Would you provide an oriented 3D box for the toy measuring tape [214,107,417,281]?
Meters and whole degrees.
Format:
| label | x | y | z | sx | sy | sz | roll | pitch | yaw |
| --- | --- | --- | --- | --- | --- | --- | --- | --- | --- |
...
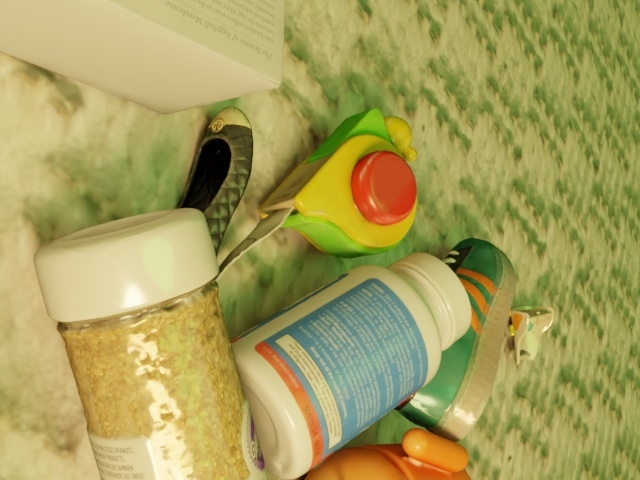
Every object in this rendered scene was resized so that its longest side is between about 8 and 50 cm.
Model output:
| label | x | y | z | sx | sy | sz | roll | pitch | yaw |
| --- | --- | --- | --- | --- | --- | --- | --- | --- | --- |
| toy measuring tape | 0.000 | 0.000 | 0.788 | 0.330 | 0.121 | 0.121 | -50 | 123 | -33 |

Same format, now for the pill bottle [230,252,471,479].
| label | x | y | z | sx | sy | sz | roll | pitch | yaw |
| --- | --- | --- | --- | --- | --- | --- | --- | --- | --- |
| pill bottle | 0.026 | 0.096 | 0.749 | 0.222 | 0.124 | 0.124 | -28 | 109 | -31 |

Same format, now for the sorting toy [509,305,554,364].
| label | x | y | z | sx | sy | sz | roll | pitch | yaw |
| --- | --- | --- | --- | --- | --- | --- | --- | --- | --- |
| sorting toy | 0.278 | 0.129 | 1.173 | 0.083 | 0.045 | 0.075 | -3 | 95 | -52 |

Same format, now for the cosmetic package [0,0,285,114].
| label | x | y | z | sx | sy | sz | roll | pitch | yaw |
| --- | --- | --- | --- | --- | --- | --- | --- | --- | --- |
| cosmetic package | -0.141 | -0.233 | 0.611 | 0.224 | 0.138 | 0.224 | 17 | 71 | -50 |

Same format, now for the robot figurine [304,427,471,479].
| label | x | y | z | sx | sy | sz | roll | pitch | yaw |
| --- | --- | --- | --- | --- | --- | --- | --- | --- | --- |
| robot figurine | 0.065 | 0.254 | 0.817 | 0.219 | 0.158 | 0.128 | 13 | 60 | -50 |

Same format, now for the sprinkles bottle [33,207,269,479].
| label | x | y | z | sx | sy | sz | roll | pitch | yaw |
| --- | --- | --- | --- | --- | --- | --- | --- | --- | --- |
| sprinkles bottle | -0.100 | 0.159 | 0.628 | 0.121 | 0.121 | 0.355 | -25 | 106 | -50 |

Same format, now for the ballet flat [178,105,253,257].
| label | x | y | z | sx | sy | sz | roll | pitch | yaw |
| --- | --- | --- | --- | --- | --- | --- | --- | --- | --- |
| ballet flat | -0.095 | -0.040 | 0.710 | 0.049 | 0.057 | 0.173 | 35 | 59 | -38 |

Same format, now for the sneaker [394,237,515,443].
| label | x | y | z | sx | sy | sz | roll | pitch | yaw |
| --- | --- | --- | --- | --- | --- | --- | --- | --- | --- |
| sneaker | 0.128 | 0.074 | 0.934 | 0.121 | 0.108 | 0.302 | 33 | 35 | -6 |
